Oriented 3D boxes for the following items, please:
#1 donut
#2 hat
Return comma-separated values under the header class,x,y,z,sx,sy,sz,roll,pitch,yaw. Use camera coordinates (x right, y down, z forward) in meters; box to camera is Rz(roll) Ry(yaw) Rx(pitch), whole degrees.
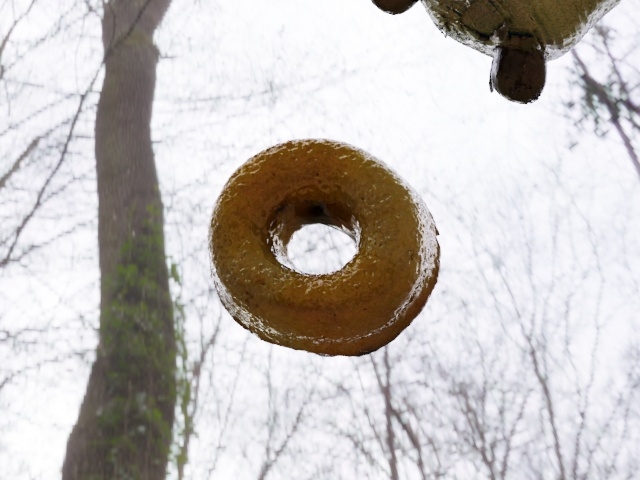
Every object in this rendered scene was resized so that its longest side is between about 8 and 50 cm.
class,x,y,z,sx,sy,sz,roll,pitch,yaw
donut,0.000,0.000,0.841,0.152,0.152,0.058,-19,-20,2
hat,0.056,-0.088,0.451,0.077,0.076,0.059,40,-97,-7
